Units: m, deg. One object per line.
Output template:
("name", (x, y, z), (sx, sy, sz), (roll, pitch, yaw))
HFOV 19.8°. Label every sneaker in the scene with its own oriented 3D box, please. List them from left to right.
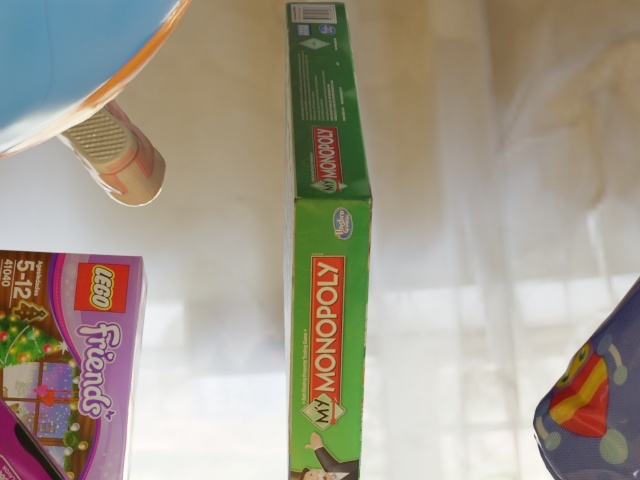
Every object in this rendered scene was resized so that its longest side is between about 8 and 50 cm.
("sneaker", (-0.152, -0.071, 1.296), (0.051, 0.134, 0.070), (-39, 135, -1))

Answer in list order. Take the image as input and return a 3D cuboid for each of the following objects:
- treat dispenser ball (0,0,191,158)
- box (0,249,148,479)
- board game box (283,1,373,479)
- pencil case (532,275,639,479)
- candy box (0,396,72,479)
("treat dispenser ball", (-0.179, -0.169, 0.751), (0.288, 0.288, 0.288), (-3, 160, -1))
("box", (-0.239, 0.149, 1.342), (0.201, 0.293, 0.057), (3, 158, 1))
("board game box", (0.000, 0.000, 1.178), (0.046, 0.317, 0.213), (1, 116, -3))
("pencil case", (0.234, 0.025, 0.877), (0.133, 0.119, 0.306), (33, 115, -7))
("candy box", (-0.152, 0.202, 1.121), (0.071, 0.159, 0.233), (-38, 161, -9))
